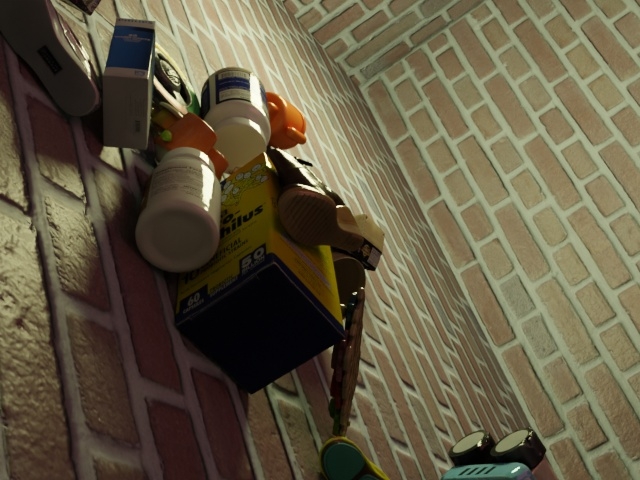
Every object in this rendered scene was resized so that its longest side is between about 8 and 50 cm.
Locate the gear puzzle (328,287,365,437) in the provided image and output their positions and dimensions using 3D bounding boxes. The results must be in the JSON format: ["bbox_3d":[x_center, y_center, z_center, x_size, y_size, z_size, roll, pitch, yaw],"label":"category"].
[{"bbox_3d":[0.038,0.239,1.559,0.339,0.044,0.175,91,10,-46],"label":"gear puzzle"}]

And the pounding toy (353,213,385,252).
[{"bbox_3d":[0.081,-0.024,2.398,0.130,0.141,0.100,42,49,-45],"label":"pounding toy"}]

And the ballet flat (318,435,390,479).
[{"bbox_3d":[0.051,0.398,1.562,0.231,0.077,0.077,49,-4,-38],"label":"ballet flat"}]

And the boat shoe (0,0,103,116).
[{"bbox_3d":[-0.438,-0.316,1.435,0.258,0.095,0.084,64,7,-10],"label":"boat shoe"}]

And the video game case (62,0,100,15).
[{"bbox_3d":[-0.491,-0.465,1.443,0.232,0.042,0.210,33,-2,39],"label":"video game case"}]

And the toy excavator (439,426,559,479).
[{"bbox_3d":[0.339,0.585,1.768,0.445,0.433,0.222,-34,95,-33],"label":"toy excavator"}]

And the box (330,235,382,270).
[{"bbox_3d":[0.000,0.000,1.958,0.175,0.220,0.051,37,69,-52],"label":"box"}]

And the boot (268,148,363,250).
[{"bbox_3d":[-0.041,-0.082,1.501,0.207,0.090,0.248,51,11,32],"label":"boot"}]

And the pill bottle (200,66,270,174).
[{"bbox_3d":[-0.188,-0.263,1.967,0.153,0.153,0.265,48,18,-31],"label":"pill bottle"}]

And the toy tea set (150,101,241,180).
[{"bbox_3d":[-0.220,-0.116,1.722,0.336,0.124,0.200,46,-11,-26],"label":"toy tea set"}]

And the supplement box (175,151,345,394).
[{"bbox_3d":[-0.106,0.045,1.517,0.195,0.194,0.356,49,17,-29],"label":"supplement box"}]

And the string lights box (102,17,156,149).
[{"bbox_3d":[-0.333,-0.281,1.569,0.260,0.076,0.133,-101,-163,-55],"label":"string lights box"}]

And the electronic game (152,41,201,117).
[{"bbox_3d":[-0.331,-0.346,1.887,0.229,0.048,0.229,52,15,-21],"label":"electronic game"}]

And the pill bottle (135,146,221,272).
[{"bbox_3d":[-0.228,-0.060,1.466,0.131,0.131,0.229,49,17,-27],"label":"pill bottle"}]

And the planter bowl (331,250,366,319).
[{"bbox_3d":[0.001,0.087,1.891,0.109,0.162,0.162,34,-5,44],"label":"planter bowl"}]

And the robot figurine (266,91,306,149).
[{"bbox_3d":[-0.119,-0.313,2.338,0.219,0.158,0.128,24,65,-63],"label":"robot figurine"}]
